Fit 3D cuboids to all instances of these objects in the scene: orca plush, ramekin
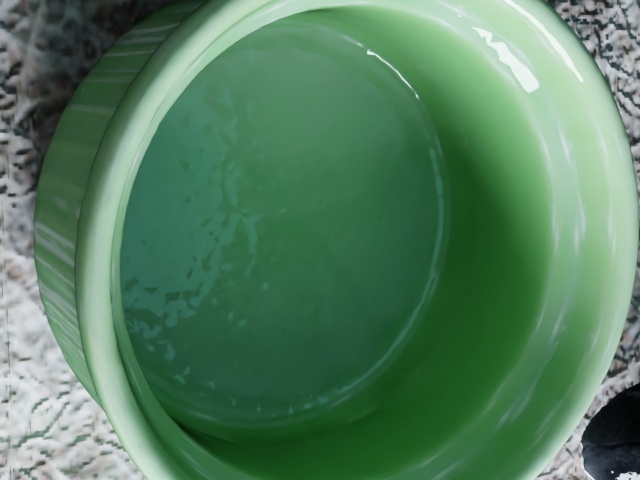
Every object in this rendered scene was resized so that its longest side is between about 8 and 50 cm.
[{"bbox_3d":[0.308,0.146,0.937,0.287,0.102,0.151,25,69,-28],"label":"orca plush"},{"bbox_3d":[0.000,0.000,0.744,0.303,0.148,0.303,-5,101,-27],"label":"ramekin"}]
